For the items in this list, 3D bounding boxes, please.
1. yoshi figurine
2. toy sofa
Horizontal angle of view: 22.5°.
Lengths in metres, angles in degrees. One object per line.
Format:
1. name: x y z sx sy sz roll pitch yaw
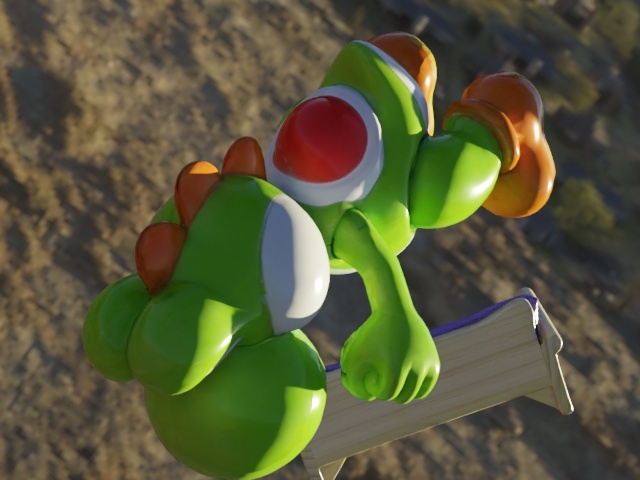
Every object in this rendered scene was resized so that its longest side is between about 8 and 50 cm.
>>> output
1. yoshi figurine: -0.006 0.020 1.024 0.203 0.203 0.362 54 49 -2
2. toy sofa: 0.122 0.170 2.043 0.150 0.363 0.177 -107 177 -68
